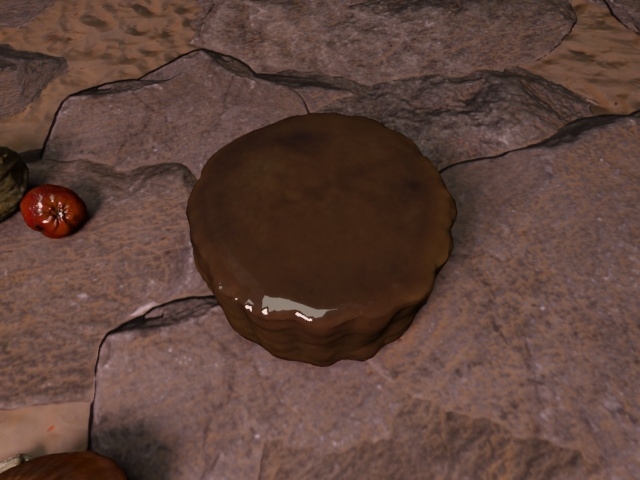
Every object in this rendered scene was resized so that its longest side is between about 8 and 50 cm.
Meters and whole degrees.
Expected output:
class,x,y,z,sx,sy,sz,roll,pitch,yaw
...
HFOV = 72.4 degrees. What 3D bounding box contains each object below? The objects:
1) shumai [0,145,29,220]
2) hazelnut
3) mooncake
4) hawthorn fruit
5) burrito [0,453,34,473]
class,x,y,z,sx,sy,sz,roll,pitch,yaw
shumai,-0.609,-0.099,0.662,0.256,0.189,0.218,-38,65,-25
hazelnut,-0.266,0.283,0.427,0.150,0.150,0.150,-1,57,2
mooncake,0.000,-0.002,0.572,0.324,0.187,0.323,0,58,0
hawthorn fruit,-0.419,-0.048,0.685,0.093,0.093,0.093,-1,57,2
burrito,-0.408,0.307,0.477,0.188,0.045,0.058,-30,36,-13
